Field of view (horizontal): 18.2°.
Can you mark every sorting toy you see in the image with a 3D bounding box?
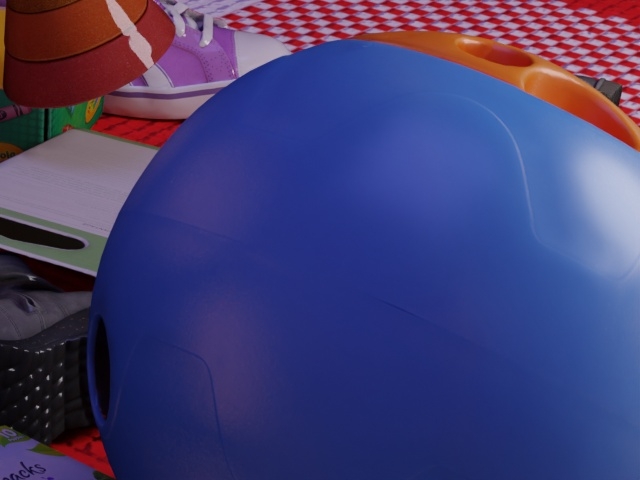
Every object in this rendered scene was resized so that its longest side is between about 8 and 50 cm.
[{"bbox_3d":[-0.270,-0.109,1.243,0.365,0.126,0.127,-29,33,-17],"label":"sorting toy"}]

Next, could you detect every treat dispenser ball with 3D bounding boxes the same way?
[{"bbox_3d":[0.039,0.049,0.904,0.288,0.288,0.288,4,24,-2],"label":"treat dispenser ball"}]

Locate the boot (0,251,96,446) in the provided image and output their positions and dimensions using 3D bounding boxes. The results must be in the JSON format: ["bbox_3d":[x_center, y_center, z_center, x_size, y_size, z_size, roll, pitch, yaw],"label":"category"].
[{"bbox_3d":[-0.208,0.067,1.083,0.161,0.083,0.246,14,18,36],"label":"boot"}]

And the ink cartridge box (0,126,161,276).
[{"bbox_3d":[-0.140,-0.006,1.249,0.171,0.056,0.235,15,23,20],"label":"ink cartridge box"}]

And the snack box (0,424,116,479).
[{"bbox_3d":[-0.151,0.135,0.934,0.100,0.037,0.141,21,16,20],"label":"snack box"}]

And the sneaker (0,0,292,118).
[{"bbox_3d":[-0.153,-0.183,1.528,0.282,0.161,0.102,3,23,-7],"label":"sneaker"}]

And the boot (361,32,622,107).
[{"bbox_3d":[0.114,-0.110,1.524,0.208,0.076,0.189,19,13,12],"label":"boot"}]

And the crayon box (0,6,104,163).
[{"bbox_3d":[-0.308,-0.114,1.435,0.278,0.081,0.165,8,25,5],"label":"crayon box"}]
